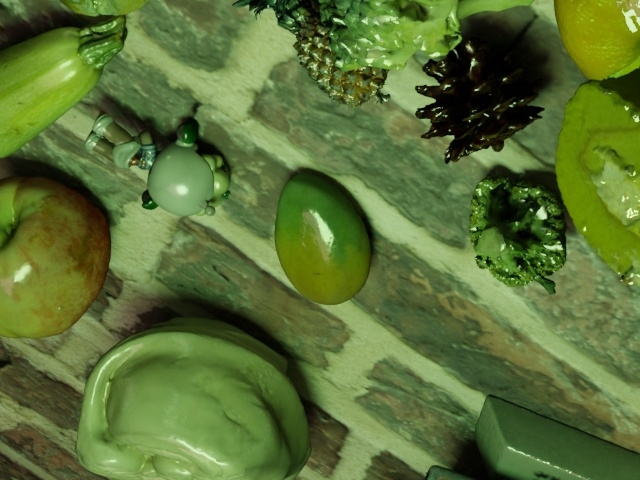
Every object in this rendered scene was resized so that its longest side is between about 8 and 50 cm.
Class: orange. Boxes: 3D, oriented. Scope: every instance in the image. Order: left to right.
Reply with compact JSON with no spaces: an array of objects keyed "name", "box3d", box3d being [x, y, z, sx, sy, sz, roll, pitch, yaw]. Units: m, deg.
[{"name":"orange","box3d":[0.298,-0.237,1.129,0.237,0.179,0.158,-12,131,43]}]

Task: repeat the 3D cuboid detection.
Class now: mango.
[{"name":"mango","box3d":[0.000,0.000,1.700,0.130,0.092,0.195,3,128,34]}]

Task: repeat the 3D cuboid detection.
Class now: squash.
[{"name":"squash","box3d":[-0.353,-0.206,1.652,0.287,0.137,0.137,-23,120,44]}]

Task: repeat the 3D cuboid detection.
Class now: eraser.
[{"name":"eraser","box3d":[0.377,0.337,1.855,0.352,0.077,0.111,21,144,11]}]

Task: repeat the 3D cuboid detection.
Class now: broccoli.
[{"name":"broccoli","box3d":[0.110,-0.257,1.227,0.245,0.288,0.248,16,106,-7]},{"name":"broccoli","box3d":[0.223,-0.009,1.508,0.130,0.120,0.131,26,114,30]}]

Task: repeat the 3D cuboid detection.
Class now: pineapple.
[{"name":"pineapple","box3d":[-0.004,-0.224,1.424,0.083,0.103,0.221,-41,108,17]}]

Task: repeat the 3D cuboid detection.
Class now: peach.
[{"name":"peach","box3d":[-0.413,0.035,1.905,0.232,0.232,0.257,15,152,19]}]

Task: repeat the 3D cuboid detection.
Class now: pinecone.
[{"name":"pinecone","box3d":[0.161,-0.148,1.377,0.121,0.140,0.140,60,142,6]}]

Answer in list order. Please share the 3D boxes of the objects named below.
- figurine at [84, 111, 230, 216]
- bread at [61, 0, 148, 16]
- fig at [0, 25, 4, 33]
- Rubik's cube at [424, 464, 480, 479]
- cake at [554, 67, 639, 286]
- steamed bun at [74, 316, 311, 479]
[{"name":"figurine","box3d":[-0.206,-0.100,1.715,0.197,0.093,0.147,36,122,4]},{"name":"bread","box3d":[-0.265,-0.307,1.489,0.156,0.110,0.103,18,148,15]},{"name":"fig","box3d":[-0.482,-0.288,1.668,0.177,0.117,0.117,2,140,4]},{"name":"Rubik's cube","box3d":[0.257,0.526,1.907,0.305,0.304,0.301,21,167,15]},{"name":"cake","box3d":[0.353,-0.049,1.268,0.260,0.156,0.179,51,149,38]},{"name":"steamed bun","box3d":[-0.189,0.242,1.977,0.342,0.255,0.368,1,168,8]}]
